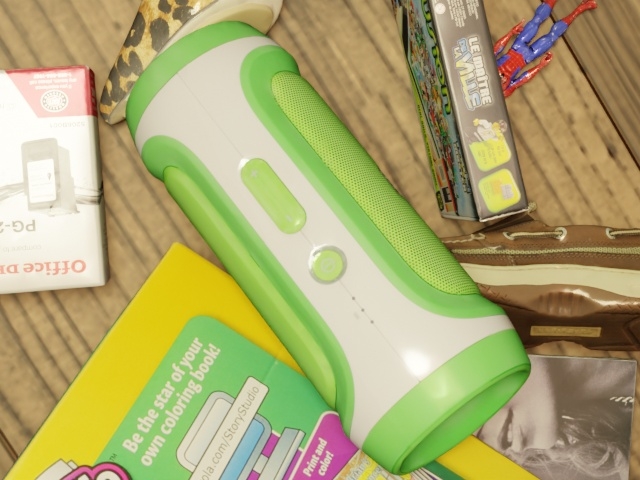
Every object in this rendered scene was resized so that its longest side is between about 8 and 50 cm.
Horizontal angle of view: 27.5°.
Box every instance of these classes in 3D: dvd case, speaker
[{"bbox_3d":[0.121,0.164,0.965,0.221,0.018,0.164,3,92,-8],"label":"dvd case"},{"bbox_3d":[0.000,0.000,0.834,0.131,0.131,0.296,-37,71,-5],"label":"speaker"}]

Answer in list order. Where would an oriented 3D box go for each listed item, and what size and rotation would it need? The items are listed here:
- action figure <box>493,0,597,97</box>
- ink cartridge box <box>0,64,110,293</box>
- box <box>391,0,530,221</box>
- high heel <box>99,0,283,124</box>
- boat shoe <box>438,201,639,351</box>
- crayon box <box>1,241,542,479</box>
[{"bbox_3d":[0.150,-0.141,0.951,0.038,0.030,0.115,44,88,-13],"label":"action figure"},{"bbox_3d":[-0.203,-0.038,0.886,0.109,0.063,0.150,-4,93,-8],"label":"ink cartridge box"},{"bbox_3d":[0.089,-0.118,0.899,0.036,0.114,0.207,-14,94,-7],"label":"box"},{"bbox_3d":[-0.100,-0.221,0.903,0.261,0.093,0.186,-46,73,10],"label":"high heel"},{"bbox_3d":[0.141,0.022,0.939,0.258,0.095,0.095,5,57,-2],"label":"boat shoe"},{"bbox_3d":[-0.052,0.220,0.783,0.313,0.106,0.363,33,45,-2],"label":"crayon box"}]
